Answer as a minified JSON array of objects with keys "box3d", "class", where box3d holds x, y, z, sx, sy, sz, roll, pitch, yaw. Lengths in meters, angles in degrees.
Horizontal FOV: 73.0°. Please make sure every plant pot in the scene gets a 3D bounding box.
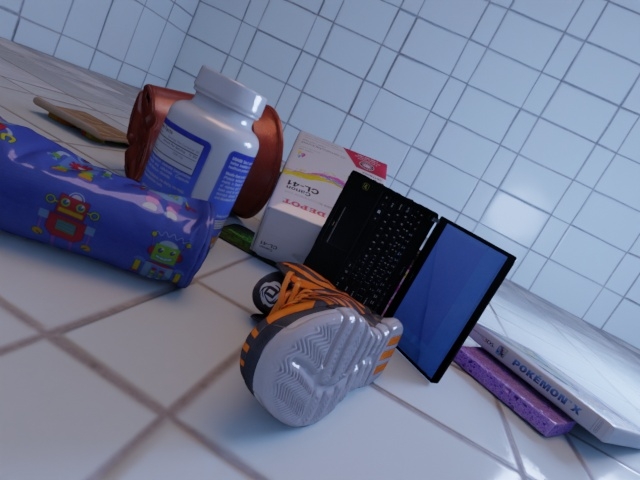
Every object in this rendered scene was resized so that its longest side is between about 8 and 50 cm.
[{"box3d":[-0.265,-0.199,0.944,0.265,0.272,0.272,7,21,-36],"class":"plant pot"}]

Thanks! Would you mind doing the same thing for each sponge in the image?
[{"box3d":[0.343,0.264,0.786,0.117,0.031,0.210,17,15,-41],"class":"sponge"}]

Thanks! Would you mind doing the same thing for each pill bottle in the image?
[{"box3d":[-0.193,-0.132,0.709,0.152,0.272,0.152,26,11,-6],"class":"pill bottle"}]

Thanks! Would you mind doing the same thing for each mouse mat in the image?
[{"box3d":[-0.122,0.014,0.900,0.189,0.007,0.152,29,12,4],"class":"mouse mat"}]

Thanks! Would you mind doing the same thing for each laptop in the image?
[{"box3d":[0.115,0.052,0.697,0.264,0.234,0.136,27,11,-3],"class":"laptop"}]

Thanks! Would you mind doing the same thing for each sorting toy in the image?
[{"box3d":[-0.596,-0.295,1.125,0.193,0.038,0.208,28,7,5],"class":"sorting toy"}]

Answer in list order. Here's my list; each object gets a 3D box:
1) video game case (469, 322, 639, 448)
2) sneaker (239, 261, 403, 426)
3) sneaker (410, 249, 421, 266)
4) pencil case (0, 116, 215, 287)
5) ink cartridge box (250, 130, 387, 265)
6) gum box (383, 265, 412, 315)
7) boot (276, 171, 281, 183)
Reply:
[{"box3d":[0.485,0.292,0.881,0.329,0.036,0.300,26,10,-39],"class":"video game case"},{"box3d":[-0.031,0.100,0.502,0.180,0.125,0.321,28,0,26],"class":"sneaker"},{"box3d":[0.216,0.090,1.020,0.109,0.130,0.286,26,13,-17],"class":"sneaker"},{"box3d":[-0.281,-0.045,0.518,0.306,0.119,0.133,23,18,-21],"class":"pencil case"},{"box3d":[0.011,-0.076,0.910,0.226,0.131,0.306,21,40,-6],"class":"ink cartridge box"},{"box3d":[0.182,0.118,0.872,0.188,0.107,0.062,33,13,27],"class":"gum box"},{"box3d":[-0.157,-0.213,1.520,0.207,0.090,0.248,41,2,39],"class":"boot"}]
